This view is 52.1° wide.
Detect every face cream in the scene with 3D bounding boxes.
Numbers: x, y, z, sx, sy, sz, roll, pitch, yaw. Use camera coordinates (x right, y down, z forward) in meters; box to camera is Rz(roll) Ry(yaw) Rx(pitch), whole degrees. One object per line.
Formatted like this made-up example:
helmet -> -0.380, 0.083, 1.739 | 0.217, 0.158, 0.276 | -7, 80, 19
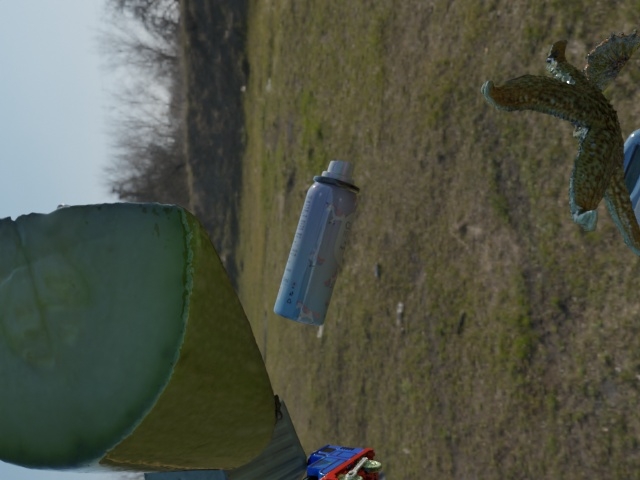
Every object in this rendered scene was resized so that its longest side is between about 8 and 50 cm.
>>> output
face cream -> 0.000, 0.000, 0.914 | 0.075, 0.075, 0.229 | -162, 88, -81

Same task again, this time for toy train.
toy train -> 0.025, 0.399, 1.071 | 0.204, 0.131, 0.082 | 11, -99, -66

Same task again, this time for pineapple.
pineapple -> 0.329, -0.208, 0.753 | 0.083, 0.045, 0.019 | -53, -4, 16

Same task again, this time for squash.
squash -> -0.144, 0.079, 0.441 | 0.155, 0.237, 0.204 | -7, -87, -69

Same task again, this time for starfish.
starfish -> 0.195, -0.063, 0.475 | 0.176, 0.053, 0.208 | 59, -142, -10

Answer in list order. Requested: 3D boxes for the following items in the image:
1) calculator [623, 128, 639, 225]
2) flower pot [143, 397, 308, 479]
calculator -> 0.447, -0.058, 0.817 | 0.210, 0.039, 0.121 | 45, 134, 43
flower pot -> -0.164, 0.382, 1.123 | 0.209, 0.190, 0.239 | -32, 74, 34
